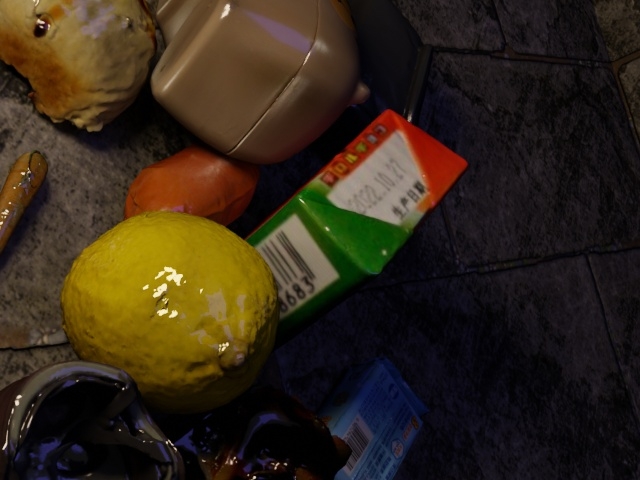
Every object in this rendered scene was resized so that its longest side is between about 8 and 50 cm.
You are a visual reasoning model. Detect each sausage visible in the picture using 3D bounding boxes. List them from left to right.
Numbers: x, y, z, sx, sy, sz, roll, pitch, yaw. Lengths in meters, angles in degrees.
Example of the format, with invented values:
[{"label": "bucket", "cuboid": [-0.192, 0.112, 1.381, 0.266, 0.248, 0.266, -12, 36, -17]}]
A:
[{"label": "sausage", "cuboid": [-0.183, -0.065, 1.756, 0.258, 0.133, 0.133, -36, 101, -52]}]

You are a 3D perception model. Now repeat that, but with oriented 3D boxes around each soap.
[{"label": "soap", "cuboid": [0.059, 0.317, 1.897, 0.156, 0.077, 0.293, 57, 42, -16]}]

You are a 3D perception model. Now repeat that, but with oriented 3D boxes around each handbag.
[{"label": "handbag", "cuboid": [0.117, -0.257, 2.144, 0.275, 0.178, 0.302, 41, 47, -29]}]

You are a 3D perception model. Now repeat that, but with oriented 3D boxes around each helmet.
[{"label": "helmet", "cuboid": [-0.302, 0.293, 1.424, 0.225, 0.177, 0.305, -27, 101, -45]}]

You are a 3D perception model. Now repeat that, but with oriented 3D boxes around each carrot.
[{"label": "carrot", "cuboid": [-0.411, -0.015, 1.547, 0.049, 0.049, 0.254, 39, 52, -31]}]

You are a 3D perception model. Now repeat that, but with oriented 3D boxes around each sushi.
[{"label": "sushi", "cuboid": [-0.082, 0.307, 1.636, 0.227, 0.212, 0.215, 58, 41, -10]}]

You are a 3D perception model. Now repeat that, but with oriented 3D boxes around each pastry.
[{"label": "pastry", "cuboid": [-0.318, -0.300, 1.681, 0.256, 0.170, 0.237, 58, 43, -20]}]

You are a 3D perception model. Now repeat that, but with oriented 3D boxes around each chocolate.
[{"label": "chocolate", "cuboid": [0.000, 0.000, 1.778, 0.161, 0.360, 0.341, 48, 42, -4]}]

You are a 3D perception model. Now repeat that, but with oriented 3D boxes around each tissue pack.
[{"label": "tissue pack", "cuboid": [-0.089, -0.297, 1.804, 0.277, 0.267, 0.387, 32, 28, -25]}]

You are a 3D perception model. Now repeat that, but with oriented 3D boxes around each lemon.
[{"label": "lemon", "cuboid": [-0.184, 0.091, 1.536, 0.268, 0.322, 0.268, -19, 117, -45]}]
